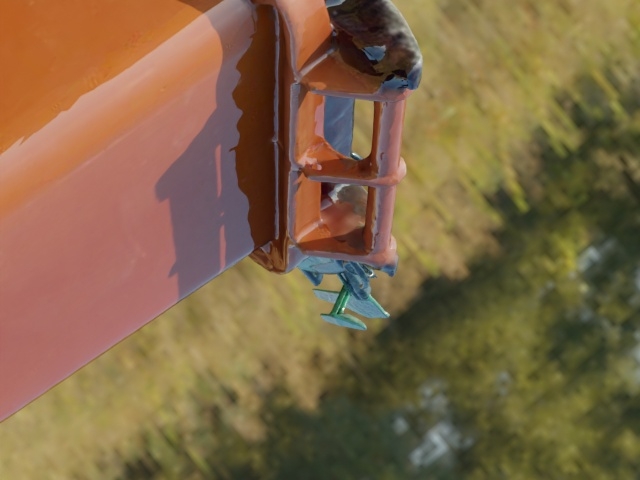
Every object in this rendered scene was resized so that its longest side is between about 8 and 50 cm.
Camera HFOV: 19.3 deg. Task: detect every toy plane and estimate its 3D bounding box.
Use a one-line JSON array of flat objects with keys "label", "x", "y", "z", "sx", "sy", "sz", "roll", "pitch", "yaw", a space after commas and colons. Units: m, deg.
[{"label": "toy plane", "x": 0.000, "y": 0.000, "z": 1.206, "sx": 0.235, "sy": 0.096, "sz": 0.060, "roll": 53, "pitch": 48, "yaw": -54}]

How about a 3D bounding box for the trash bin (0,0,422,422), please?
[{"label": "trash bin", "x": -0.106, "y": -0.016, "z": 0.515, "sx": 0.239, "sy": 0.184, "sz": 0.161, "roll": -42, "pitch": 159, "yaw": -22}]
